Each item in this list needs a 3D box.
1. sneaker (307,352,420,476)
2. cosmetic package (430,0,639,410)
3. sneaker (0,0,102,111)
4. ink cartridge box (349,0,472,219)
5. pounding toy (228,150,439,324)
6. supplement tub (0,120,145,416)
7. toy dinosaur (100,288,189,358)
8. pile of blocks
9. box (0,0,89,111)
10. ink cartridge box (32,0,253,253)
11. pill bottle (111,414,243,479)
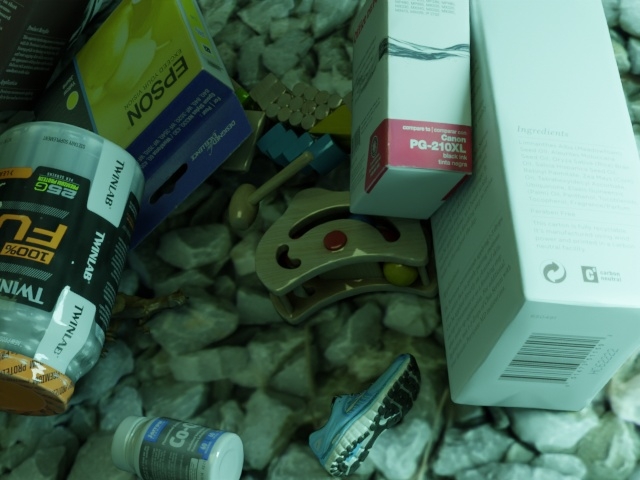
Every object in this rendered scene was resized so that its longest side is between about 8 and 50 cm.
[{"bbox_3d":[0.046,0.184,1.375,0.162,0.063,0.073,-46,53,-13],"label":"sneaker"},{"bbox_3d":[0.227,-0.066,1.348,0.162,0.230,0.453,5,56,-12],"label":"cosmetic package"},{"bbox_3d":[-0.403,-0.330,1.841,0.122,0.146,0.330,38,98,6],"label":"sneaker"},{"bbox_3d":[0.098,-0.162,1.361,0.100,0.172,0.237,4,74,-11],"label":"ink cartridge box"},{"bbox_3d":[0.000,0.000,1.450,0.270,0.155,0.154,4,56,21],"label":"pounding toy"},{"bbox_3d":[-0.333,0.035,1.448,0.194,0.193,0.316,0,62,19],"label":"supplement tub"},{"bbox_3d":[-0.269,0.085,1.558,0.212,0.064,0.112,9,49,15],"label":"toy dinosaur"},{"bbox_3d":[-0.037,-0.133,1.586,0.362,0.113,0.149,13,75,34],"label":"pile of blocks"},{"bbox_3d":[-0.454,-0.304,1.693,0.167,0.168,0.203,31,100,8],"label":"box"},{"bbox_3d":[-0.251,-0.164,1.623,0.303,0.072,0.307,-42,48,23],"label":"ink cartridge box"},{"bbox_3d":[-0.164,0.244,1.397,0.137,0.078,0.078,9,62,23],"label":"pill bottle"}]
